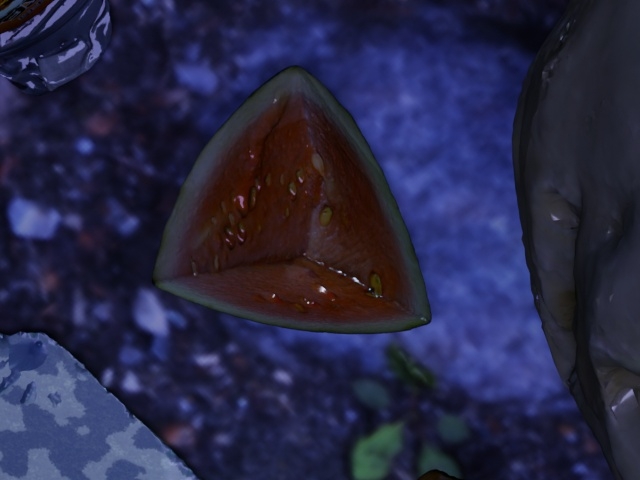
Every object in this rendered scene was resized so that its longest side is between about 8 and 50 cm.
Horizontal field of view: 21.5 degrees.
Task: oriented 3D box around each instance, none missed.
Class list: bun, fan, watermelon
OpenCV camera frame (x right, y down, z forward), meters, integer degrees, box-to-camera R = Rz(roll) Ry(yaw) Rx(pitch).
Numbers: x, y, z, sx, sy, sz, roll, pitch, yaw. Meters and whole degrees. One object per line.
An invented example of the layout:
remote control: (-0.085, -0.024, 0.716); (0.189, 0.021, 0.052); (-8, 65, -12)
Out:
bun: (0.200, 0.024, 0.660); (0.234, 0.362, 0.326); (-37, 54, 10)
fan: (-0.168, 0.102, 0.859); (0.240, 0.009, 0.131); (26, 103, -2)
watermelon: (0.000, 0.000, 0.786); (0.135, 0.094, 0.125); (33, 94, -8)

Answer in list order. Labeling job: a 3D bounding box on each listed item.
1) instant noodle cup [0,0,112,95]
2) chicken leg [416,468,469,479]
instant noodle cup: (-0.178, -0.156, 0.745); (0.208, 0.125, 0.177); (40, 101, -5)
chicken leg: (0.212, 0.219, 0.786); (0.407, 0.158, 0.096); (25, 59, -5)
